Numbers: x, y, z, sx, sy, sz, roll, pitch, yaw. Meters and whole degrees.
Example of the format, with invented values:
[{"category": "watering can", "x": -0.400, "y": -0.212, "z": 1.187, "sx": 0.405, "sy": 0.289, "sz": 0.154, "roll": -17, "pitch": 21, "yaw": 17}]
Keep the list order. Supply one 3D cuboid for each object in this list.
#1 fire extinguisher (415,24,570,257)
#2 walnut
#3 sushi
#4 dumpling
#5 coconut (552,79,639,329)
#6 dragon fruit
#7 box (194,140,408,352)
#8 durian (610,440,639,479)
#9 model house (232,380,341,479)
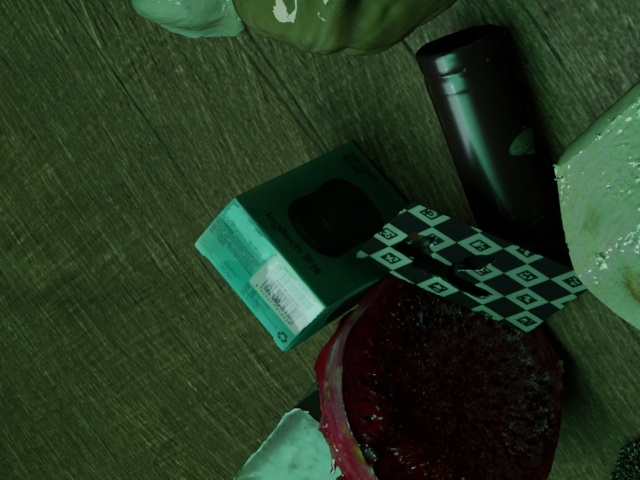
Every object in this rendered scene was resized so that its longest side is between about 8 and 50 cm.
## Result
[{"category": "fire extinguisher", "x": 0.241, "y": -0.112, "z": 1.814, "sx": 0.135, "sy": 0.114, "sz": 0.337, "roll": -20, "pitch": 109, "yaw": 3}, {"category": "walnut", "x": 0.035, "y": -0.399, "z": 1.633, "sx": 0.381, "sy": 0.381, "sz": 0.381, "roll": 24, "pitch": 133, "yaw": 29}, {"category": "sushi", "x": 0.202, "y": 0.023, "z": 1.825, "sx": 0.279, "sy": 0.043, "sz": 0.192, "roll": 22, "pitch": 148, "yaw": -13}, {"category": "dumpling", "x": -0.188, "y": -0.359, "z": 2.034, "sx": 0.179, "sy": 0.131, "sz": 0.252, "roll": 27, "pitch": 150, "yaw": -4}, {"category": "coconut", "x": 0.419, "y": -0.040, "z": 1.560, "sx": 0.297, "sy": 0.297, "sz": 0.309, "roll": 45, "pitch": 137, "yaw": 8}, {"category": "dragon fruit", "x": 0.147, "y": 0.234, "z": 1.956, "sx": 0.249, "sy": 0.371, "sz": 0.386, "roll": -27, "pitch": 87, "yaw": 61}, {"category": "box", "x": 0.000, "y": 0.000, "z": 1.956, "sx": 0.205, "sy": 0.311, "sz": 0.118, "roll": 52, "pitch": 129, "yaw": 8}, {"category": "durian", "x": 0.472, "y": 0.377, "z": 1.962, "sx": 0.148, "sy": 0.091, "sz": 0.188, "roll": -14, "pitch": 110, "yaw": 48}, {"category": "model house", "x": 0.062, "y": 0.369, "z": 2.203, "sx": 0.298, "sy": 0.284, "sz": 0.243, "roll": 40, "pitch": 116, "yaw": 4}]
